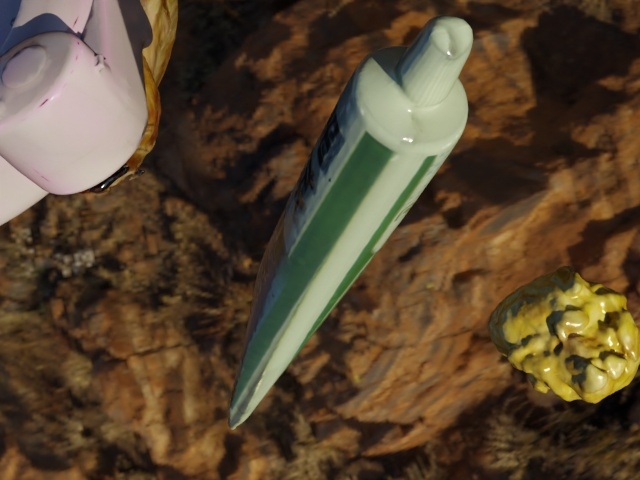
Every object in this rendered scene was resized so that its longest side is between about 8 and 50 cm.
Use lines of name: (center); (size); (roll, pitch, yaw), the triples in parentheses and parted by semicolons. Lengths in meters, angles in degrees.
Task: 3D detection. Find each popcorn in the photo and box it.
popcorn: (0.346, 0.138, 1.612); (0.253, 0.190, 0.191); (148, 109, -82)

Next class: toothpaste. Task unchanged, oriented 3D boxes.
toothpaste: (0.000, 0.000, 0.650); (0.392, 0.061, 0.099); (122, 163, -55)

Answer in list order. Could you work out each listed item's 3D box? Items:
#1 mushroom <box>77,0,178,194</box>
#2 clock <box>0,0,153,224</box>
mushroom: (-0.257, -0.185, 1.125); (0.195, 0.263, 0.283); (-4, 89, 22)
clock: (-0.289, -0.125, 0.871); (0.322, 0.113, 0.296); (-24, 53, 17)
